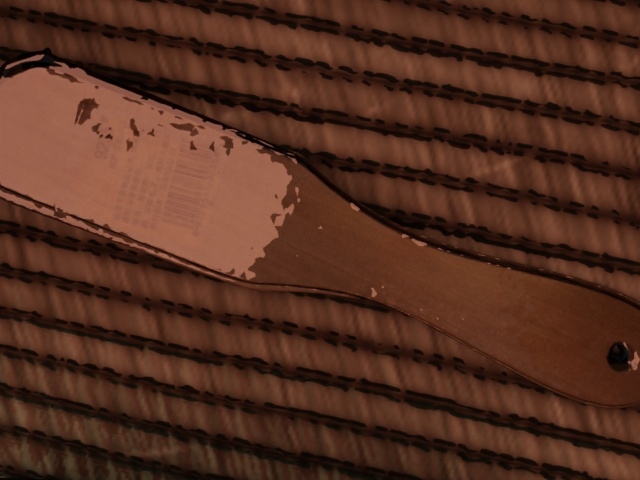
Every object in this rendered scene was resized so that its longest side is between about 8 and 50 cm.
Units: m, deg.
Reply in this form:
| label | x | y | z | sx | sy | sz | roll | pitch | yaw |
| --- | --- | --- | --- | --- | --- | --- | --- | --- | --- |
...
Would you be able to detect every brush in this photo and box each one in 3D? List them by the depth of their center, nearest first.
| label | x | y | z | sx | sy | sz | roll | pitch | yaw |
| --- | --- | --- | --- | --- | --- | --- | --- | --- | --- |
| brush | 0.000 | 0.000 | 0.838 | 0.327 | 0.065 | 0.070 | 21 | 88 | -3 |

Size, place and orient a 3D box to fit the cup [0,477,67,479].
| label | x | y | z | sx | sy | sz | roll | pitch | yaw |
| --- | --- | --- | --- | --- | --- | --- | --- | --- | --- |
| cup | -0.081 | 0.258 | 0.710 | 0.274 | 0.357 | 0.259 | 6 | 127 | 10 |
